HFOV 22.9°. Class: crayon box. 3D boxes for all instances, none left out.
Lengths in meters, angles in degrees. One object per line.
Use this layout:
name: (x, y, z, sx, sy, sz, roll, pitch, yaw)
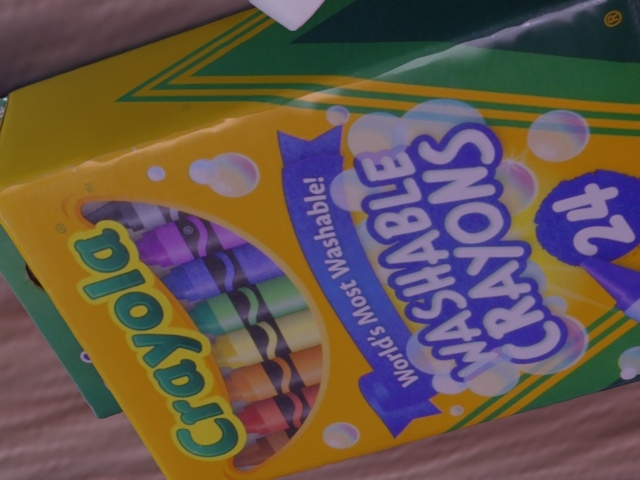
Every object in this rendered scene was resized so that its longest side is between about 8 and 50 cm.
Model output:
crayon box: (0.000, 0.000, 0.698, 0.323, 0.083, 0.203, -17, 127, 13)

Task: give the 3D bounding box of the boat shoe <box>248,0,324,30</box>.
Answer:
boat shoe: (0.033, -0.221, 0.501, 0.097, 0.116, 0.324, 30, 119, -8)
